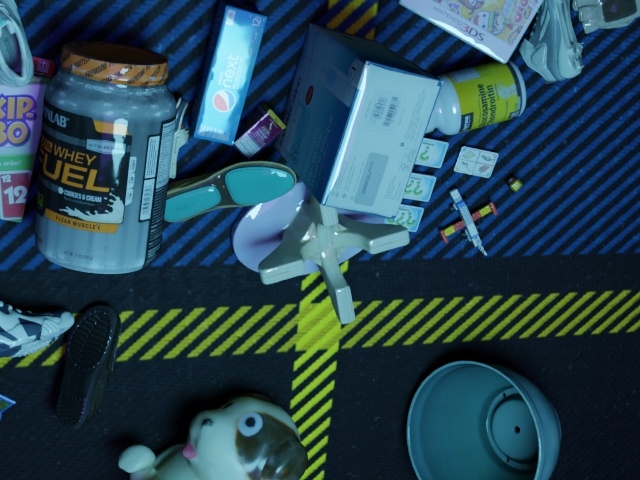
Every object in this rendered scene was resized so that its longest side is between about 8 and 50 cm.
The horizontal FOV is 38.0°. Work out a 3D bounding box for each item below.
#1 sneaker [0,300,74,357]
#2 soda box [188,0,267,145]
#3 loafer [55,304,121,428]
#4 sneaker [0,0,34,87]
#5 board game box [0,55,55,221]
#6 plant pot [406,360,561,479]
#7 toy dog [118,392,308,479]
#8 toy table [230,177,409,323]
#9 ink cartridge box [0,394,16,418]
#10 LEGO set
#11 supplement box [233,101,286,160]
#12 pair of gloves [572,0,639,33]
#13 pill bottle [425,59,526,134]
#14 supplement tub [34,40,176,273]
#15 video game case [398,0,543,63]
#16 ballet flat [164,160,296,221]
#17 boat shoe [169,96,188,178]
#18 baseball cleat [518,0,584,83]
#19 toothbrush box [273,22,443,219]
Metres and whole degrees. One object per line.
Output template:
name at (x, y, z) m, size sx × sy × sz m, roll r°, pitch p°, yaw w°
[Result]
sneaker at (-0.521, 0.114, 1.489) m, size 0.235 × 0.094 × 0.153 m, roll -21°, pitch 77°, yaw -40°
soda box at (-0.148, -0.261, 1.451) m, size 0.067 × 0.071 × 0.210 m, roll 11°, pitch 109°, yaw -21°
loafer at (-0.391, 0.210, 1.590) m, size 0.080 × 0.078 × 0.220 m, roll 24°, pitch 99°, yaw 19°
sneaker at (-0.457, -0.319, 1.304) m, size 0.080 × 0.094 × 0.212 m, roll -28°, pitch 108°, yaw -15°
board game box at (-0.490, -0.161, 1.412) m, size 0.124 × 0.039 × 0.259 m, roll 11°, pitch 106°, yaw -22°
plant pot at (0.341, 0.373, 1.788) m, size 0.196 × 0.293 × 0.293 m, roll 3°, pitch 114°, yaw -47°
toy dog at (-0.174, 0.474, 1.651) m, size 0.395 × 0.284 × 0.408 m, roll 17°, pitch 105°, yaw -23°
toy table at (0.000, 0.000, 1.564) m, size 0.274 × 0.161 × 0.252 m, roll -26°, pitch 118°, yaw -6°
ink cartridge box at (-0.637, 0.293, 1.464) m, size 0.186 × 0.065 × 0.311 m, roll 35°, pitch 129°, yaw -27°
LEGO set at (0.244, -0.078, 1.665) m, size 0.244 × 0.060 × 0.182 m, roll 9°, pitch 113°, yaw -21°
supplement box at (-0.104, -0.178, 1.511) m, size 0.083 × 0.055 × 0.043 m, roll -41°, pitch 118°, yaw 4°
pair of gloves at (0.507, -0.483, 1.578) m, size 0.204 × 0.042 × 0.240 m, roll -24°, pitch 116°, yaw -2°
pill bottle at (0.244, -0.237, 1.567) m, size 0.184 × 0.103 × 0.103 m, roll -16°, pitch 117°, yaw -10°
supplement tub at (-0.320, -0.126, 1.389) m, size 0.193 × 0.193 × 0.316 m, roll 3°, pitch 111°, yaw -19°
video game case at (0.269, -0.434, 1.499) m, size 0.206 × 0.026 × 0.227 m, roll 28°, pitch 102°, yaw -8°
ballet flat at (-0.155, -0.092, 1.506) m, size 0.232 × 0.073 × 0.080 m, roll -12°, pitch 120°, yaw 1°
boat shoe at (-0.232, -0.163, 1.480) m, size 0.043 × 0.049 × 0.137 m, roll 18°, pitch 112°, yaw -11°
baseball cleat at (0.377, -0.369, 1.570) m, size 0.072 × 0.109 × 0.206 m, roll -12°, pitch 90°, yaw -50°
toothbrush box at (0.045, -0.190, 1.418) m, size 0.126 × 0.295 × 0.216 m, roll 11°, pitch 110°, yaw -20°
